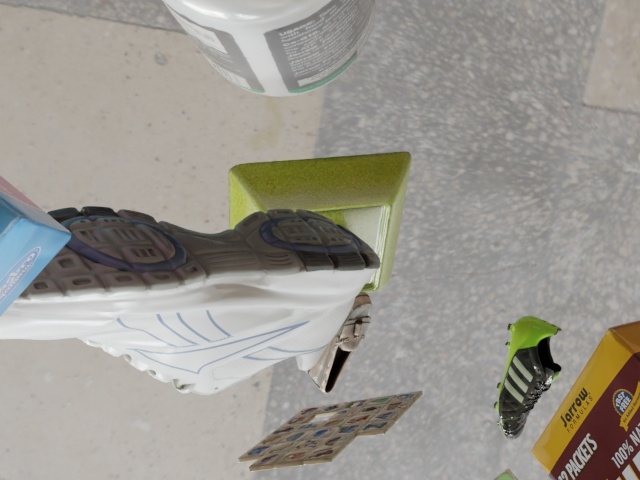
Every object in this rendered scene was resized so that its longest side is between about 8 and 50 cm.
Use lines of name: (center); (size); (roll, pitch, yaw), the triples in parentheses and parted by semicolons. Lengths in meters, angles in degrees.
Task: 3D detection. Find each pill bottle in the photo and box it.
pill bottle: (-0.051, -0.261, 0.723); (0.204, 0.361, 0.204); (0, 87, 3)

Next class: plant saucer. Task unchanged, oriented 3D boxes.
plant saucer: (0.000, 0.000, 0.874); (0.189, 0.045, 0.188); (-5, 134, -11)

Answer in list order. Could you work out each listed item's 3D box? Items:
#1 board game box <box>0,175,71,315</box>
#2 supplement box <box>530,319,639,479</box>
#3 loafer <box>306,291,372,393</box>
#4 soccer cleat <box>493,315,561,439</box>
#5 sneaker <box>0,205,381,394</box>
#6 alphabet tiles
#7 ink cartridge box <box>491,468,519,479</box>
board game box: (-0.300, -0.015, 0.323); (0.317, 0.064, 0.242); (39, 85, 4)
supplement box: (0.279, 0.147, 0.509); (0.194, 0.191, 0.129); (57, 145, 39)
loafer: (0.025, 0.107, 0.856); (0.039, 0.045, 0.125); (58, 133, 35)
soccer cleat: (0.278, 0.189, 1.108); (0.072, 0.060, 0.178); (15, 107, 35)
sneaker: (-0.094, 0.051, 0.566); (0.111, 0.297, 0.129); (47, 127, 50)
alphabet tiles: (0.011, 0.255, 1.115); (0.198, 0.237, 0.009); (-14, 93, 26)
ink cartridge box: (0.212, 0.425, 1.118); (0.235, 0.056, 0.171); (-41, 92, 11)
